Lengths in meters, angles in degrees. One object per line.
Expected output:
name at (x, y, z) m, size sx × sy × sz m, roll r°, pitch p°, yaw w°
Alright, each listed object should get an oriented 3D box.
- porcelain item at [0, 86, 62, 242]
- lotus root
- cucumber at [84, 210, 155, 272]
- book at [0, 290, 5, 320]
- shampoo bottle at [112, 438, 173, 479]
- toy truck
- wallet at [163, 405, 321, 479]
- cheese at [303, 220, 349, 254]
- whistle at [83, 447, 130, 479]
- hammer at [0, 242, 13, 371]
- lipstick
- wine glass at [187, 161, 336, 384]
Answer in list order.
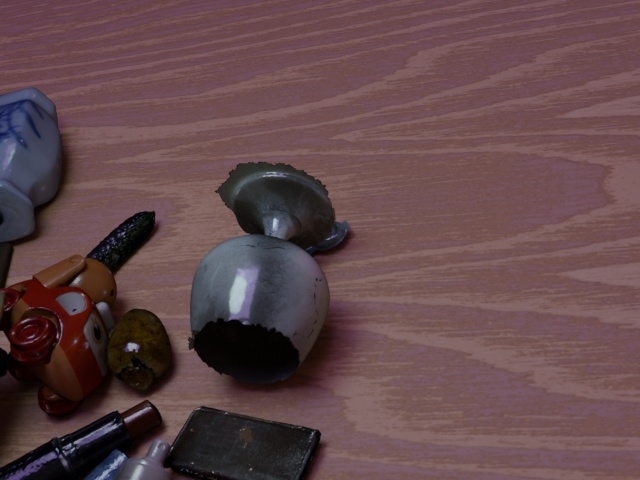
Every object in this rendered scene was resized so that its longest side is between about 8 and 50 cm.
porcelain item at (-0.701, -0.178, 2.016) m, size 0.243 × 0.178 × 0.405 m, roll -14°, pitch 42°, yaw 6°
lotus root at (-0.316, 0.170, 1.565) m, size 0.108 × 0.094 × 0.190 m, roll 9°, pitch 32°, yaw -19°
cucumber at (-0.414, 0.024, 1.782) m, size 0.067 × 0.067 × 0.245 m, roll 15°, pitch 50°, yaw 33°
book at (-0.677, 0.280, 1.474) m, size 0.300 × 0.039 × 0.427 m, roll 2°, pitch 74°, yaw 28°
shampoo bottle at (-0.286, 0.421, 1.278) m, size 0.092 × 0.092 × 0.303 m, roll 3°, pitch 47°, yaw 24°
toy truck at (-0.437, 0.145, 1.572) m, size 0.239 × 0.189 × 0.265 m, roll -33°, pitch 44°, yaw -25°
wallet at (-0.120, 0.320, 1.367) m, size 0.232 × 0.031 × 0.122 m, roll 6°, pitch 49°, yaw 29°
cheese at (0.000, 0.000, 1.665) m, size 0.121 × 0.026 × 0.067 m, roll -29°, pitch 40°, yaw 0°
whistle at (-0.391, 0.438, 1.331) m, size 0.062 × 0.062 × 0.304 m, roll 23°, pitch 57°, yaw 38°
hammer at (-0.650, 0.128, 1.777) m, size 0.111 × 0.043 × 0.365 m, roll -16°, pitch 40°, yaw 5°
lipstick at (-0.392, 0.340, 1.420) m, size 0.300 × 0.081 × 0.081 m, roll -28°, pitch 42°, yaw -13°
wine glass at (-0.093, 0.058, 1.483) m, size 0.238 × 0.238 × 0.322 m, roll -6°, pitch 44°, yaw 16°
